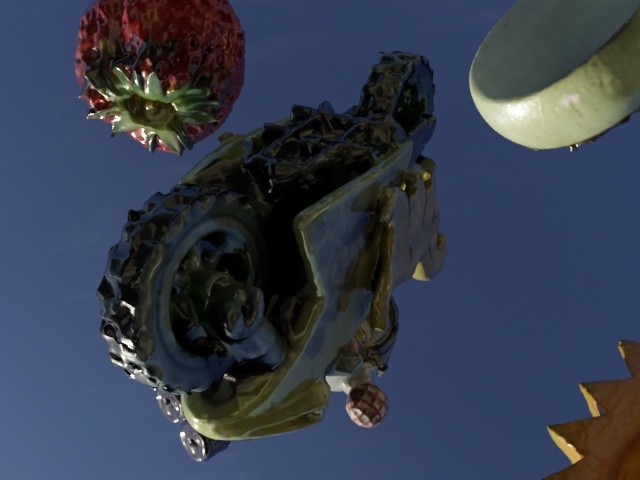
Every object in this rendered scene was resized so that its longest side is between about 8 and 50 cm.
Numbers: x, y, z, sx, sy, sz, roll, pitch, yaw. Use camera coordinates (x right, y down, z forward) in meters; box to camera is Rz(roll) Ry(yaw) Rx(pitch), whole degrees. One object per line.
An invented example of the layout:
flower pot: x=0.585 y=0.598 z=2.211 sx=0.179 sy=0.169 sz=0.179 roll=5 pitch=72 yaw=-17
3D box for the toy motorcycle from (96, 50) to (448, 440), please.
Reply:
toy motorcycle: x=0.000 y=0.000 z=0.483 sx=0.168 sy=0.410 sz=0.237 roll=20 pitch=-49 yaw=25

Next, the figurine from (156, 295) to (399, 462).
figurine: x=-0.032 y=0.144 z=0.775 sx=0.370 sy=0.167 sz=0.281 roll=-28 pitch=-106 yaw=-38

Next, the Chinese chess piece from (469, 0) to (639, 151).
Chinese chess piece: x=0.434 y=-0.324 z=1.019 sx=0.146 sy=0.349 sz=0.349 roll=36 pitch=-89 yaw=-28

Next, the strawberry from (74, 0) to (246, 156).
strawberry: x=-0.223 y=-0.291 z=0.868 sx=0.250 sy=0.238 sz=0.288 roll=-15 pitch=-125 yaw=21

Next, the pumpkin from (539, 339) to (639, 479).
pumpkin: x=0.245 y=0.168 z=0.382 sx=0.254 sy=0.130 sz=0.149 roll=-38 pitch=-77 yaw=-16
